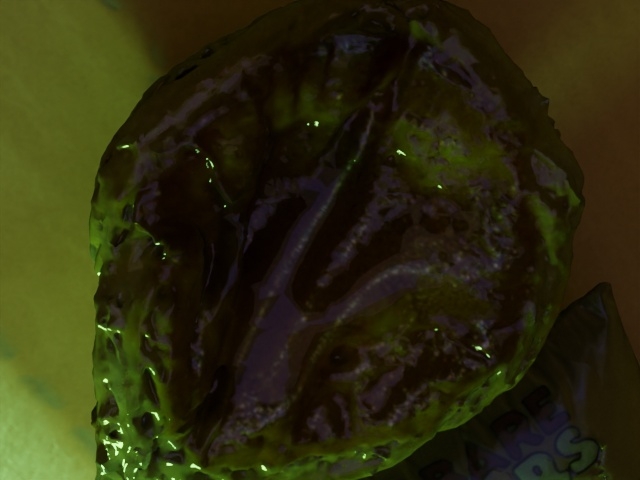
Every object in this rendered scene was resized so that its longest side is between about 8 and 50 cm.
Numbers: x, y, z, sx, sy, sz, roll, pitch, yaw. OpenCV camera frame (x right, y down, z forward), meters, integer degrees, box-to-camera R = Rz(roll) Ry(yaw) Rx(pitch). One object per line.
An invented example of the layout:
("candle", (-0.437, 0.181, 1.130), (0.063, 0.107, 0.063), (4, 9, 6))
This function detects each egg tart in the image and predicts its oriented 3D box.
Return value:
("egg tart", (0.000, 0.000, 1.120), (0.339, 0.153, 0.352), (-11, 118, -13))

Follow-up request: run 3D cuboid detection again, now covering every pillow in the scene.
("pillow", (0.153, 0.215, 1.298), (0.310, 0.119, 0.312), (-36, 123, 6))
